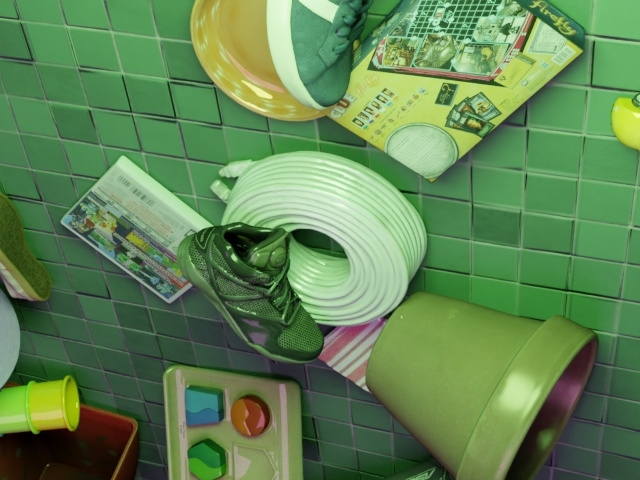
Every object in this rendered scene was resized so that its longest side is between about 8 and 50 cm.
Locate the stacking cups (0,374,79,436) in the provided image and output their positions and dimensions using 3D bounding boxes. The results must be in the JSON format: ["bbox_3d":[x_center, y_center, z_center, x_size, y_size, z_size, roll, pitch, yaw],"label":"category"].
[{"bbox_3d":[-0.573,0.285,1.897,0.316,0.096,0.096,-4,134,2],"label":"stacking cups"}]

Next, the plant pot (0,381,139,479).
[{"bbox_3d":[-0.471,0.447,1.984,0.267,0.267,0.236,14,149,12],"label":"plant pot"}]

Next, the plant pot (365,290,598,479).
[{"bbox_3d":[0.188,0.181,1.418,0.229,0.263,0.263,28,141,24],"label":"plant pot"}]

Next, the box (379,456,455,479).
[{"bbox_3d":[0.117,0.541,1.805,0.395,0.097,0.318,-28,110,22],"label":"box"}]

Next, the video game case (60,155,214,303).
[{"bbox_3d":[-0.241,-0.010,1.570,0.201,0.023,0.183,38,136,-16],"label":"video game case"}]

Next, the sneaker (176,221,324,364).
[{"bbox_3d":[-0.060,0.064,1.374,0.227,0.087,0.130,48,139,-17],"label":"sneaker"}]

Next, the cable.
[{"bbox_3d":[0.000,0.000,1.413,0.257,0.089,0.257,-14,125,36],"label":"cable"}]

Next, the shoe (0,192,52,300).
[{"bbox_3d":[-0.468,0.013,1.660,0.058,0.077,0.219,-1,134,19],"label":"shoe"}]

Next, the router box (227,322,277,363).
[{"bbox_3d":[-0.092,0.102,1.559,0.122,0.038,0.092,35,151,40],"label":"router box"}]

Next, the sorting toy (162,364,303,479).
[{"bbox_3d":[-0.140,0.356,1.775,0.229,0.041,0.307,4,105,20],"label":"sorting toy"}]

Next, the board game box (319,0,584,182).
[{"bbox_3d":[0.130,-0.179,1.174,0.165,0.042,0.243,31,134,-19],"label":"board game box"}]

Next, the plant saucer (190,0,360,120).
[{"bbox_3d":[-0.047,-0.222,1.250,0.200,0.037,0.200,14,136,13],"label":"plant saucer"}]

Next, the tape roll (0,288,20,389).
[{"bbox_3d":[-0.608,0.158,1.726,0.274,0.275,0.090,33,137,-9],"label":"tape roll"}]

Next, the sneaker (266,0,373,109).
[{"bbox_3d":[0.038,-0.268,1.042,0.148,0.131,0.350,13,132,16],"label":"sneaker"}]

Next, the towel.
[{"bbox_3d":[0.105,0.171,1.585,0.197,0.029,0.144,34,135,-11],"label":"towel"}]

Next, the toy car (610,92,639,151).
[{"bbox_3d":[0.440,-0.086,1.142,0.239,0.053,0.225,-21,121,39],"label":"toy car"}]
